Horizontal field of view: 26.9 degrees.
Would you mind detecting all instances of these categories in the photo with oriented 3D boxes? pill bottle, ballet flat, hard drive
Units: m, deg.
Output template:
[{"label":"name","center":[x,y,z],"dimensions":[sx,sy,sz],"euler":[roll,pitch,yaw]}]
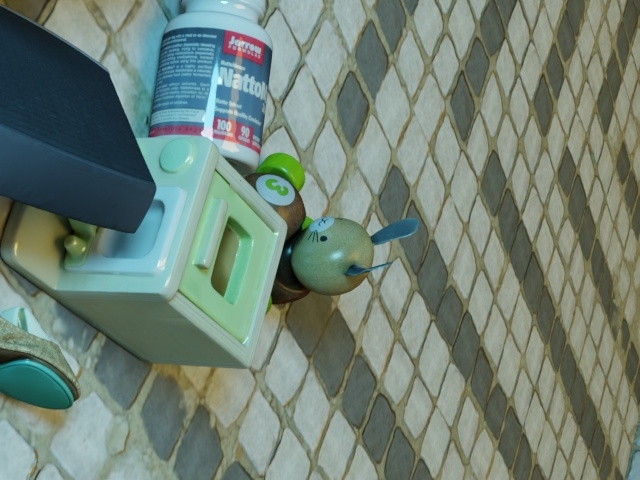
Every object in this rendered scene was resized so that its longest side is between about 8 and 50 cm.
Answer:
[{"label":"pill bottle","center":[-0.101,-0.160,1.275],"dimensions":[0.108,0.108,0.180],"euler":[23,71,-60]},{"label":"ballet flat","center":[-0.253,0.075,1.052],"dimensions":[0.206,0.073,0.067],"euler":[46,38,-57]},{"label":"hard drive","center":[-0.230,-0.106,1.004],"dimensions":[0.254,0.054,0.172],"euler":[23,36,-55]}]

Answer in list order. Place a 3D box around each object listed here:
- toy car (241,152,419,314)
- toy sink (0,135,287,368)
[{"label":"toy car","center":[0.000,0.000,1.382],"dimensions":[0.155,0.188,0.149],"euler":[-52,135,-48]},{"label":"toy sink","center":[-0.143,-0.001,1.180],"dimensions":[0.234,0.131,0.153],"euler":[47,50,-51]}]
